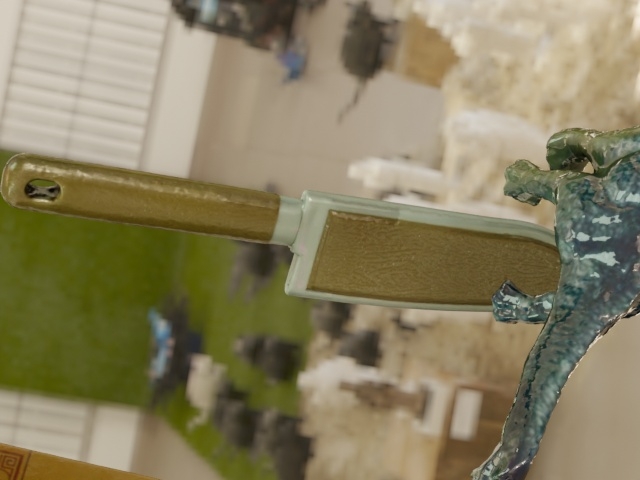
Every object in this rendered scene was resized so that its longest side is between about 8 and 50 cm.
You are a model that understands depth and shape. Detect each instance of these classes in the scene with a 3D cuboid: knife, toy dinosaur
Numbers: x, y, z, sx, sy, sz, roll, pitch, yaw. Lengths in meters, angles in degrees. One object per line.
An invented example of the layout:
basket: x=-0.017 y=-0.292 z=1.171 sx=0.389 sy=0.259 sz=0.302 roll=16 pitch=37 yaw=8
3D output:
knife: x=0.000 y=0.001 z=0.974 sx=0.027 sy=0.343 sz=0.061 roll=-115 pitch=36 yaw=-60
toy dinosaur: x=0.165 y=-0.017 z=0.872 sx=0.363 sy=0.076 sz=0.147 roll=-42 pitch=24 yaw=-17

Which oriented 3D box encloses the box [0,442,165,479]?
box: x=-0.325 y=0.282 z=1.471 sx=0.264 sy=0.415 sz=0.116 roll=-78 pitch=3 yaw=-45
